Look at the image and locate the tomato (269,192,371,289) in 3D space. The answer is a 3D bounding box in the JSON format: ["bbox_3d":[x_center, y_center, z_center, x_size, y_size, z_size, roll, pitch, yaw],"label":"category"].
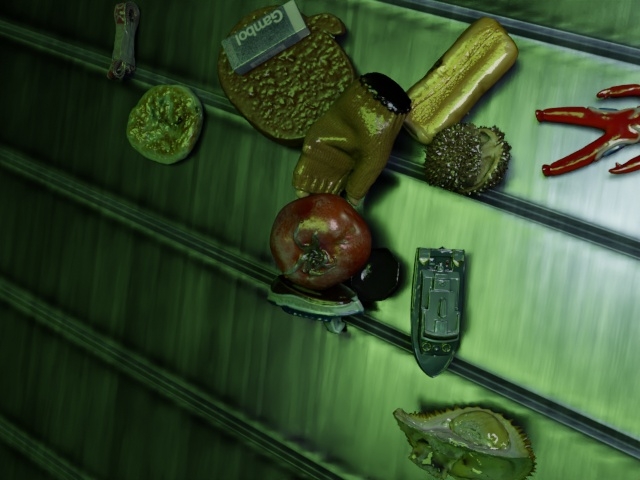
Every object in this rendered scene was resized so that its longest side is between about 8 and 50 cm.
[{"bbox_3d":[-0.002,-0.004,1.430,0.232,0.188,0.231,4,109,12],"label":"tomato"}]

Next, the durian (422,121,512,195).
[{"bbox_3d":[0.315,-0.175,1.366,0.196,0.196,0.166,3,67,22],"label":"durian"}]

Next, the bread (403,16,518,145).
[{"bbox_3d":[0.309,-0.356,1.414,0.305,0.091,0.142,-45,79,13],"label":"bread"}]

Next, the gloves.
[{"bbox_3d":[0.069,-0.220,1.448,0.203,0.155,0.356,39,115,1],"label":"gloves"}]

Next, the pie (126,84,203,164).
[{"bbox_3d":[-0.429,-0.323,1.723,0.241,0.054,0.240,-2,85,19],"label":"pie"}]

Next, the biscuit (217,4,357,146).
[{"bbox_3d":[-0.074,-0.432,1.584,0.350,0.070,0.394,-40,73,10],"label":"biscuit"}]

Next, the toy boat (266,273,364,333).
[{"bbox_3d":[-0.016,0.156,1.503,0.262,0.114,0.115,16,125,22],"label":"toy boat"}]

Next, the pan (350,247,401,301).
[{"bbox_3d":[0.118,0.059,1.484,0.128,0.048,0.202,-45,55,14],"label":"pan"}]

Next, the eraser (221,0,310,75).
[{"bbox_3d":[-0.137,-0.504,1.551,0.213,0.046,0.091,-26,76,13],"label":"eraser"}]

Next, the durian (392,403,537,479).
[{"bbox_3d":[0.300,0.438,1.320,0.307,0.166,0.172,16,94,22],"label":"durian"}]

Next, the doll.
[{"bbox_3d":[0.648,-0.235,1.277,0.384,0.099,0.188,-10,82,24],"label":"doll"}]

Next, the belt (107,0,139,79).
[{"bbox_3d":[-0.565,-0.573,1.790,0.053,0.071,0.231,4,85,28],"label":"belt"}]

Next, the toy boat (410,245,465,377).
[{"bbox_3d":[0.258,0.159,1.382,0.114,0.122,0.295,3,90,-2],"label":"toy boat"}]
